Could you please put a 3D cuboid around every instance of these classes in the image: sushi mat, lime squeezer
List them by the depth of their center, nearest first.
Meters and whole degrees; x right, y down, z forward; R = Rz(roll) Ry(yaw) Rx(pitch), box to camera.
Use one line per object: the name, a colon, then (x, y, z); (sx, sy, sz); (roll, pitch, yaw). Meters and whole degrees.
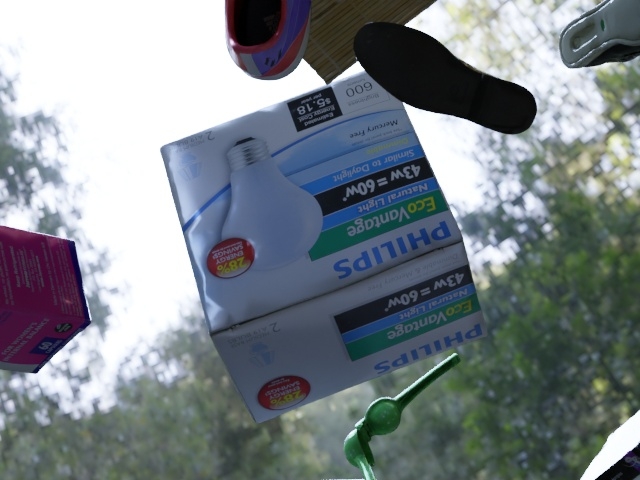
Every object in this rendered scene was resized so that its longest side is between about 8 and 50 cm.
sushi mat: (0.082, -0.338, 1.763); (0.316, 0.019, 0.151); (-37, -79, 0)
lime squeezer: (0.094, 0.261, 2.062); (0.059, 0.310, 0.110); (49, -46, -12)

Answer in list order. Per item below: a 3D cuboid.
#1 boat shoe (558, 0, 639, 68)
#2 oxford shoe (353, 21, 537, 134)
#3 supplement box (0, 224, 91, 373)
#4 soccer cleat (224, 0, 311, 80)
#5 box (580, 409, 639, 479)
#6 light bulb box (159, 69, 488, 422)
boat shoe: (0.402, -0.276, 1.868); (0.079, 0.084, 0.233); (1, -10, -28)
oxford shoe: (0.125, -0.172, 1.573); (0.212, 0.076, 0.076); (25, -84, -15)
supplement box: (-0.361, 0.052, 1.496); (0.220, 0.114, 0.111); (15, -44, -41)
soccer cleat: (-0.048, -0.336, 1.588); (0.108, 0.318, 0.116); (7, 0, 9)
box: (0.319, 0.214, 1.503); (0.116, 0.029, 0.162); (-46, -6, -35)
light bulb box: (0.000, 0.000, 2.038); (0.358, 0.361, 0.225); (-21, -41, 1)
